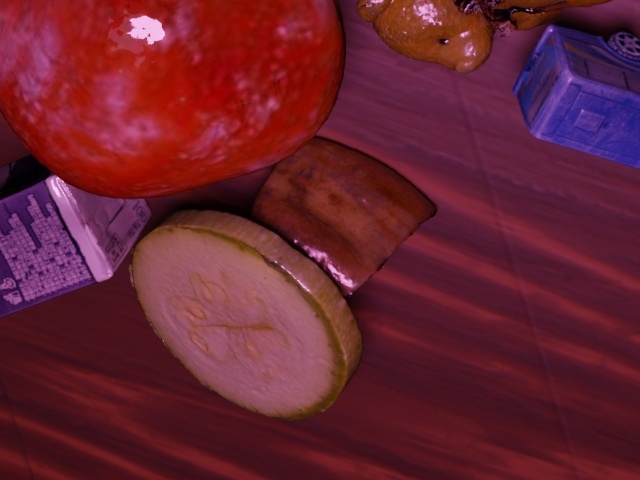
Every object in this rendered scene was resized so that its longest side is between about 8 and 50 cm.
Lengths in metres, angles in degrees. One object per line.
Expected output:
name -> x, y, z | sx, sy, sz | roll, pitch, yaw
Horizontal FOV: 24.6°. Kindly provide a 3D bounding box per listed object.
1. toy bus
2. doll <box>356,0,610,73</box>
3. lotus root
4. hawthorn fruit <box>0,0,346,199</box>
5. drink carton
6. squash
toy bus -> 0.269, -0.091, 1.137 | 0.236, 0.094, 0.079 | 15, 134, -14
doll -> 0.140, -0.183, 1.121 | 0.209, 0.137, 0.097 | -14, 69, 20
lotus root -> -0.002, -0.003, 1.248 | 0.135, 0.095, 0.159 | 38, 108, -4
hawthorn fruit -> -0.125, -0.169, 1.113 | 0.284, 0.284, 0.284 | 3, 114, 8
drink carton -> -0.275, -0.002, 1.267 | 0.222, 0.134, 0.102 | -19, 111, 17
squash -> -0.066, 0.064, 1.253 | 0.219, 0.041, 0.219 | 24, 143, 19
